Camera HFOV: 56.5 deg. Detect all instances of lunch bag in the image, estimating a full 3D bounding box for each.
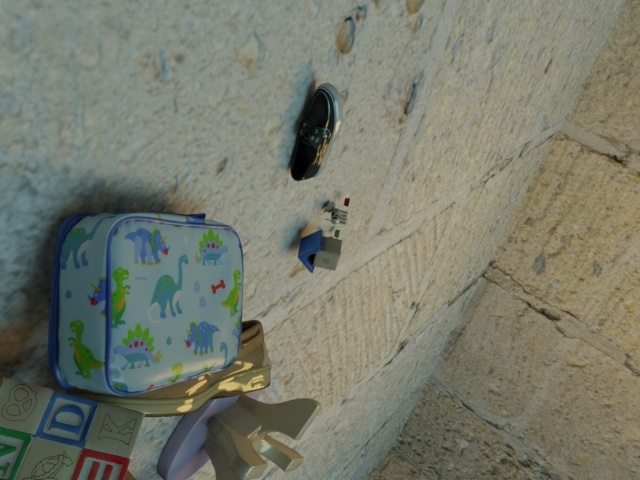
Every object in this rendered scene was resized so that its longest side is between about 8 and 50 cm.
[{"bbox_3d":[-0.166,0.057,0.611,0.219,0.090,0.176,3,87,-64],"label":"lunch bag"}]

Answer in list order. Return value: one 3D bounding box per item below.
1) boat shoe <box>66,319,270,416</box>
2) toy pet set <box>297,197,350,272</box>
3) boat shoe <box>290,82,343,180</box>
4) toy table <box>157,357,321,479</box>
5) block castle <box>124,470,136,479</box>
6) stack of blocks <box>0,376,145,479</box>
[{"bbox_3d":[-0.184,0.156,0.772,0.341,0.121,0.110,10,78,-64],"label":"boat shoe"},{"bbox_3d":[0.000,0.000,0.974,0.114,0.065,0.122,-81,-176,-46],"label":"toy pet set"},{"bbox_3d":[-0.008,-0.134,0.769,0.040,0.049,0.142,-33,150,-39],"label":"boat shoe"},{"bbox_3d":[-0.134,0.347,1.032,0.274,0.161,0.252,-58,156,7],"label":"toy table"},{"bbox_3d":[-0.340,0.446,0.600,0.453,0.213,0.303,-37,173,-37],"label":"block castle"},{"bbox_3d":[-0.274,0.273,0.480,0.087,0.171,0.297,123,-19,-53],"label":"stack of blocks"}]
